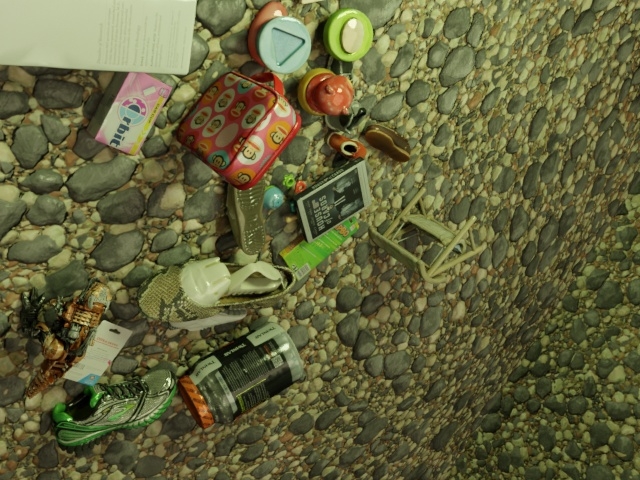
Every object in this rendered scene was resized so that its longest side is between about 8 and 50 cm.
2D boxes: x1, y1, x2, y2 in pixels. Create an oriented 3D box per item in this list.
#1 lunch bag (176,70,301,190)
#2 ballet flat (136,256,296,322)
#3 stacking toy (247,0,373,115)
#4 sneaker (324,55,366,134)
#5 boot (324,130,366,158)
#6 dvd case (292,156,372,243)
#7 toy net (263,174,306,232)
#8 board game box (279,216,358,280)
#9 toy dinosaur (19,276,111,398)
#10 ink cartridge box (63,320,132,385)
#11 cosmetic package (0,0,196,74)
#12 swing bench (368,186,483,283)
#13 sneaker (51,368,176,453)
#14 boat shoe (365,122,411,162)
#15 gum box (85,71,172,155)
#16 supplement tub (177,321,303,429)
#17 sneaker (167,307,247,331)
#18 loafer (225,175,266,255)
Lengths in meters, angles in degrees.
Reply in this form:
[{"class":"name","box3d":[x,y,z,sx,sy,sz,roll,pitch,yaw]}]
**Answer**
[{"class":"lunch bag","box3d":[-0.182,-0.273,1.520,0.258,0.293,0.120,-52,132,2]},{"class":"ballet flat","box3d":[-0.248,0.110,1.768,0.182,0.164,0.482,-32,160,35]},{"class":"stacking toy","box3d":[0.004,-0.470,1.605,0.309,0.130,0.279,36,93,-32]},{"class":"sneaker","box3d":[0.081,-0.390,1.774,0.086,0.132,0.229,-19,128,-30]},{"class":"boot","box3d":[0.090,-0.259,1.906,0.158,0.084,0.059,14,106,-46]},{"class":"dvd case","box3d":[0.039,-0.115,1.926,0.238,0.029,0.179,-33,139,-17]},{"class":"toy net","box3d":[-0.069,-0.103,1.908,0.122,0.045,0.232,-54,138,0]},{"class":"board game box","box3d":[0.000,0.000,2.038,0.259,0.039,0.124,-39,136,-9]},{"class":"toy dinosaur","box3d":[-0.605,0.218,1.545,0.322,0.218,0.164,-44,137,-8]},{"class":"ink cartridge box","box3d":[-0.583,0.276,1.715,0.181,0.061,0.104,-52,137,2]},{"class":"cosmetic package","box3d":[-0.455,-0.420,1.251,0.385,0.217,0.156,-8,122,-35]},{"class":"swing bench","box3d":[0.339,-0.002,2.160,0.254,0.253,0.165,-38,135,-13]},{"class":"sneaker","box3d":[-0.551,0.441,1.800,0.343,0.134,0.146,-25,130,-25]},{"class":"boat shoe","box3d":[0.200,-0.303,1.986,0.207,0.073,0.073,28,60,-50]},{"class":"gum box","box3d":[-0.425,-0.286,1.472,0.107,0.062,0.188,22,102,-45]},{"class":"supplement tub","box3d":[-0.238,0.403,1.982,0.338,0.207,0.207,-27,132,-24]},{"class":"sneaker","box3d":[-0.319,0.209,1.888,0.235,0.090,0.095,4,127,-37]},{"class":"loafer","box3d":[-0.207,-0.095,1.767,0.102,0.092,0.269,-12,108,-39]}]
